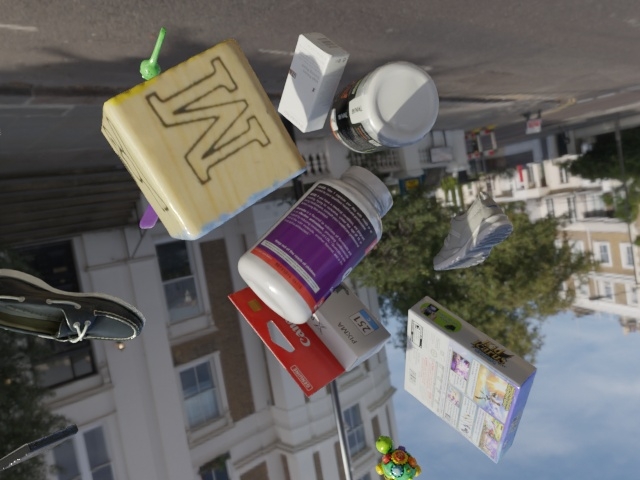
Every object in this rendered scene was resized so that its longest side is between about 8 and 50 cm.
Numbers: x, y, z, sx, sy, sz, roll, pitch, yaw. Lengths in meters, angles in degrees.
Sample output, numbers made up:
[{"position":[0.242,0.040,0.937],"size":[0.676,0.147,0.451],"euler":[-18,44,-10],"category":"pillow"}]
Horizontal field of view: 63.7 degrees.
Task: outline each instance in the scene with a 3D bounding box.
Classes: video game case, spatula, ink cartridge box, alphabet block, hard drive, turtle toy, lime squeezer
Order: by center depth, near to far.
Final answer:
[{"position":[-0.171,-0.132,0.732],"size":[0.193,0.197,0.192],"euler":[-36,-164,-21],"category":"alphabet block"},{"position":[0.279,0.275,1.016],"size":[0.061,0.269,0.244],"euler":[-32,-133,-27],"category":"video game case"},{"position":[-0.605,0.443,1.108],"size":[0.094,0.022,0.135],"euler":[-32,169,12],"category":"hard drive"},{"position":[-0.019,0.172,1.178],"size":[0.261,0.296,0.066],"euler":[-21,151,-46],"category":"ink cartridge box"},{"position":[0.184,0.540,1.270],"size":[0.095,0.066,0.130],"euler":[-17,-148,-27],"category":"turtle toy"},{"position":[-0.393,-0.144,1.406],"size":[0.084,0.030,0.296],"euler":[-2,-137,41],"category":"spatula"},{"position":[-0.501,-0.525,1.522],"size":[0.059,0.110,0.310],"euler":[4,180,-21],"category":"lime squeezer"}]

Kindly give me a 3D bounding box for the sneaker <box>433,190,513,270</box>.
[{"position":[0.355,-0.013,1.237],"size":[0.105,0.115,0.281],"euler":[-5,155,-22],"category":"sneaker"}]

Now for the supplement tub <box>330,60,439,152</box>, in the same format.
[{"position":[0.153,-0.344,1.386],"size":[0.207,0.207,0.338],"euler":[-11,-172,-16],"category":"supplement tub"}]

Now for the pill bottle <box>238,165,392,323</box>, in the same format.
[{"position":[0.000,0.000,1.046],"size":[0.323,0.181,0.181],"euler":[-46,-164,-17],"category":"pill bottle"}]

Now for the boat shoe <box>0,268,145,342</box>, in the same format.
[{"position":[-0.493,0.150,0.986],"size":[0.302,0.114,0.091],"euler":[17,-149,-21],"category":"boat shoe"}]

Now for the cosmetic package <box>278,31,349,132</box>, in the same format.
[{"position":[-0.023,-0.416,1.365],"size":[0.085,0.117,0.231],"euler":[-25,149,-42],"category":"cosmetic package"}]
